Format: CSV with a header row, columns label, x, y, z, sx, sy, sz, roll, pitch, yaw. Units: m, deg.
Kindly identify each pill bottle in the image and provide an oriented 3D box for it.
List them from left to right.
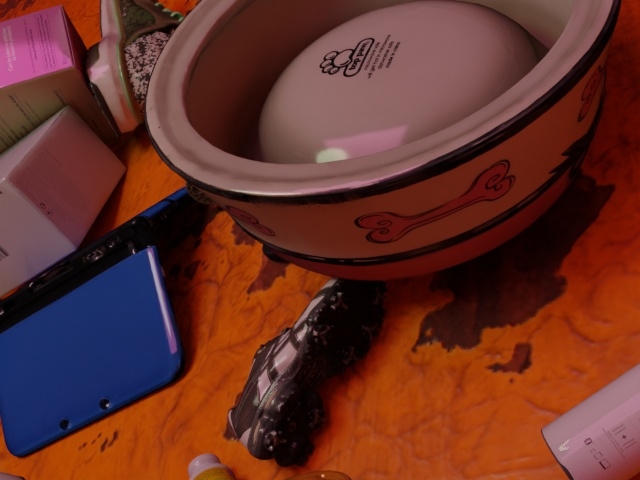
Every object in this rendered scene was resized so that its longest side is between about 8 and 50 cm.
label,x,y,z,sx,sy,sz,roll,pitch,yaw
pill bottle,-0.089,0.222,0.722,0.043,0.043,0.083,-45,36,3

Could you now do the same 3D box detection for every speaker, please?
label,x,y,z,sx,sy,sz,roll,pitch,yaw
speaker,0.209,0.103,0.523,0.136,0.055,0.055,-39,37,12

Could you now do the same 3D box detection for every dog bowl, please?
label,x,y,z,sx,sy,sz,roll,pitch,yaw
dog bowl,0.060,-0.137,0.747,0.407,0.150,0.408,-13,45,14

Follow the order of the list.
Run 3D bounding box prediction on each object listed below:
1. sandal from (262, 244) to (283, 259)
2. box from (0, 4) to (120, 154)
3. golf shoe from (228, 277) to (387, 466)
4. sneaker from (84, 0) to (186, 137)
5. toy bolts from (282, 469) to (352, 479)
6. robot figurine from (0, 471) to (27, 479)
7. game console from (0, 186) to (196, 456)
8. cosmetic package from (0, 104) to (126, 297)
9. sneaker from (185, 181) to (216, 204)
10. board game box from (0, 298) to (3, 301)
label,x,y,z,sx,sy,sz,roll,pitch,yaw
sandal,0.000,0.000,0.855,0.067,0.040,0.179,-55,22,-20
box,-0.460,-0.217,1.276,0.242,0.213,0.117,-18,68,-2
golf shoe,-0.018,0.096,0.742,0.094,0.077,0.198,14,66,51
sneaker,-0.256,-0.314,1.360,0.182,0.158,0.410,-10,42,2
toy bolts,-0.012,0.277,0.560,0.218,0.159,0.228,-21,6,-37
robot figurine,-0.320,0.345,0.737,0.209,0.174,0.278,2,50,4
game console,-0.262,0.092,1.037,0.293,0.173,0.250,-28,9,24
cosmetic package,-0.432,-0.046,1.210,0.224,0.138,0.225,-28,27,24
sneaker,-0.079,-0.109,1.025,0.188,0.066,0.071,-30,22,14
board game box,-0.495,0.141,1.218,0.259,0.039,0.124,12,66,53
